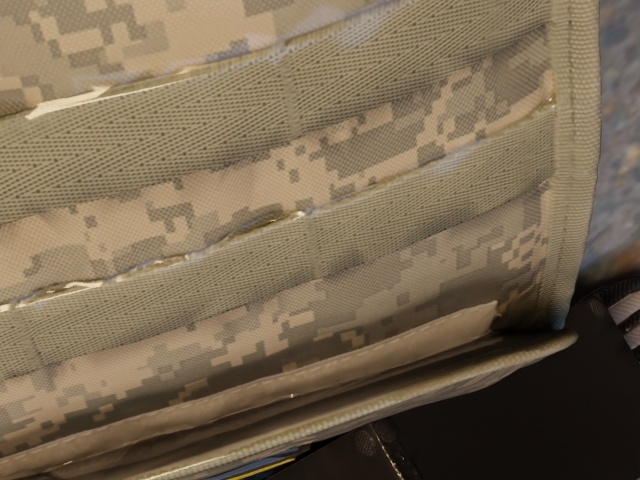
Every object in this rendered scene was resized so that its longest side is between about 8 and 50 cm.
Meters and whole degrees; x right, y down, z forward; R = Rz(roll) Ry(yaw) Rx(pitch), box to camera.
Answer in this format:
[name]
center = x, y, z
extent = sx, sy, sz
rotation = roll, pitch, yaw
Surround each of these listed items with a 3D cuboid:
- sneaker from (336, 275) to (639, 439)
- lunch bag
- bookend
[sneaker]
center = 0.088, 0.107, 0.727
extent = 0.223, 0.083, 0.098
rotation = -29, 151, 1
[lunch bag]
center = -0.053, -0.018, 0.431
extent = 0.235, 0.169, 0.287
rotation = -16, 139, -5
[bookend]
center = 0.037, 0.104, 0.625
extent = 0.157, 0.072, 0.156
rotation = -22, 170, -46
